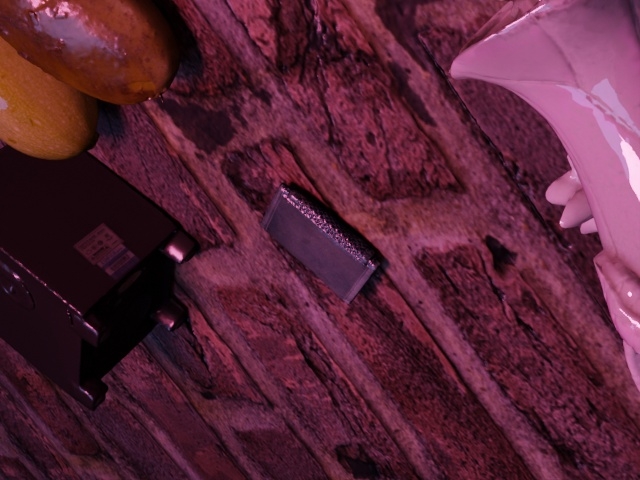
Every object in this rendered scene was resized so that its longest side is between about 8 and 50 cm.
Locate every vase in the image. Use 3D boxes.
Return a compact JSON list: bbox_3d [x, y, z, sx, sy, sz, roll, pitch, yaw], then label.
[{"bbox_3d":[0.277,-0.009,0.981,0.445,0.250,0.250,52,150,-6],"label":"vase"}]

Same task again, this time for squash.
[{"bbox_3d":[-0.330,-0.183,1.596,0.247,0.132,0.132,53,150,-15],"label":"squash"}]

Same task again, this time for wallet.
[{"bbox_3d":[0.000,0.000,1.531,0.129,0.026,0.088,41,147,7],"label":"wallet"}]

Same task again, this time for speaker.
[{"bbox_3d":[-0.305,0.035,1.801,0.254,0.184,0.232,38,150,13],"label":"speaker"}]

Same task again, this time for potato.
[{"bbox_3d":[-0.241,-0.217,1.459,0.251,0.113,0.149,41,147,7],"label":"potato"}]
